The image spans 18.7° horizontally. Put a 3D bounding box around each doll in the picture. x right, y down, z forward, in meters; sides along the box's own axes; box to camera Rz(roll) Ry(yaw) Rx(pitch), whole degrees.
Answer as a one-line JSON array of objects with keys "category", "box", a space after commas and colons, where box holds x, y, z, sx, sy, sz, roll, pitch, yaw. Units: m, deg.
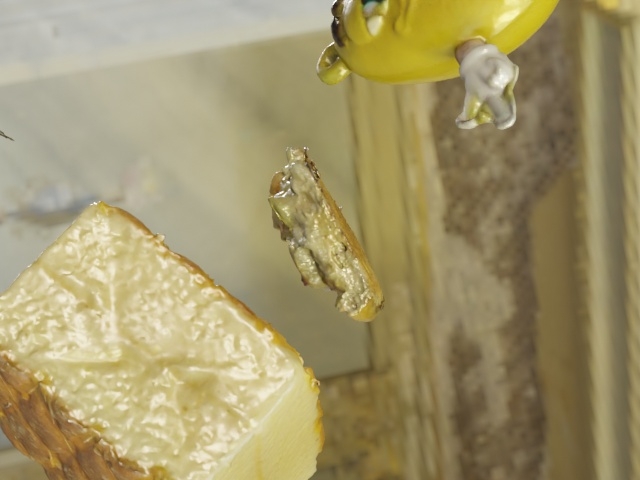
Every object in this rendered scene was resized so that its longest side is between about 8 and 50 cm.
[{"category": "doll", "box": [0.202, -0.282, 2.100, 0.161, 0.423, 0.348, 43, 1, -38]}]

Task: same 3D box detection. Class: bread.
[{"category": "bread", "box": [-0.159, 0.149, 1.826, 0.279, 0.207, 0.279, 37, -23, 21]}]

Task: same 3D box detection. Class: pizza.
[{"category": "pizza", "box": [0.000, 0.000, 2.397, 0.223, 0.089, 0.323, 58, 3, -11]}]

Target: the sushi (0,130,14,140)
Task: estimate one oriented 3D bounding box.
[{"category": "sushi", "box": [-0.384, -0.162, 1.836, 0.201, 0.031, 0.139, 22, -13, 31]}]
